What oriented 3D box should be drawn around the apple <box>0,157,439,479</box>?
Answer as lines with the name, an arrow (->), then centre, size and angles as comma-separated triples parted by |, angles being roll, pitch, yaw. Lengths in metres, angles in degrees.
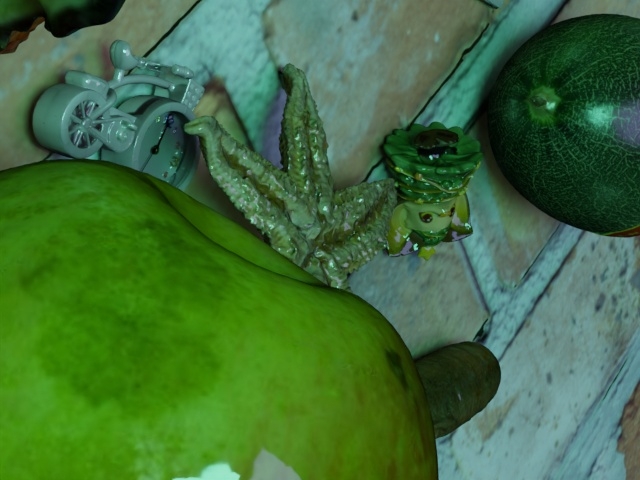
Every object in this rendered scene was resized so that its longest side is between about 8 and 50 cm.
apple -> -0.111, 0.124, 0.681 | 0.340, 0.340, 0.339 | -16, 111, -49

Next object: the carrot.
carrot -> 0.028, 0.143, 1.073 | 0.342, 0.070, 0.070 | -16, 111, -47

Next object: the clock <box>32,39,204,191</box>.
clock -> -0.117, -0.073, 0.853 | 0.129, 0.041, 0.087 | 20, 87, -57

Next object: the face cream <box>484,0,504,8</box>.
face cream -> 0.159, -0.311, 1.133 | 0.092, 0.058, 0.243 | 12, 95, -58

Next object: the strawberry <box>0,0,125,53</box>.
strawberry -> -0.108, -0.196, 0.718 | 0.137, 0.233, 0.306 | 58, 39, -16

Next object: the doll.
doll -> 0.079, -0.042, 1.108 | 0.078, 0.076, 0.113 | -16, 144, -23

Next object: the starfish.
starfish -> 0.005, -0.002, 0.949 | 0.295, 0.048, 0.231 | 58, 34, -29

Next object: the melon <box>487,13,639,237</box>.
melon -> 0.240, -0.095, 1.182 | 0.288, 0.182, 0.182 | 13, 89, -52
